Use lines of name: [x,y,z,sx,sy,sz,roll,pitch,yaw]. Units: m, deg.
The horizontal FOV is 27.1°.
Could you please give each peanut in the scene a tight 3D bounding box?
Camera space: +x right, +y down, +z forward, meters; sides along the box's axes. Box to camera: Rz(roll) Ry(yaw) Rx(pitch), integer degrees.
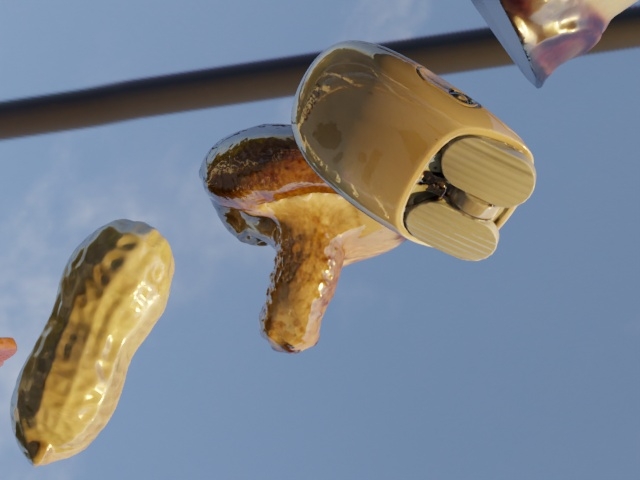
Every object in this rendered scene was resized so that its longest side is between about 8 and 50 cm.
peanut: [-0.259,0.115,1.488,0.120,0.136,0.298,26,-92,0]

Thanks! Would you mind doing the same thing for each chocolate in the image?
chocolate: [0.196,-0.288,1.124,0.186,0.283,0.283,-28,-102,6]

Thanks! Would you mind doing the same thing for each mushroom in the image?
mushroom: [0.013,-0.033,1.512,0.267,0.267,0.254,-28,-91,25]

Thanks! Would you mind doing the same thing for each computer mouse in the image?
computer mouse: [0.079,-0.083,1.212,0.236,0.082,0.145,36,-59,8]

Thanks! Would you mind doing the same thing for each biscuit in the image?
biscuit: [-0.301,0.104,1.142,0.091,0.078,0.015,-27,-103,18]
